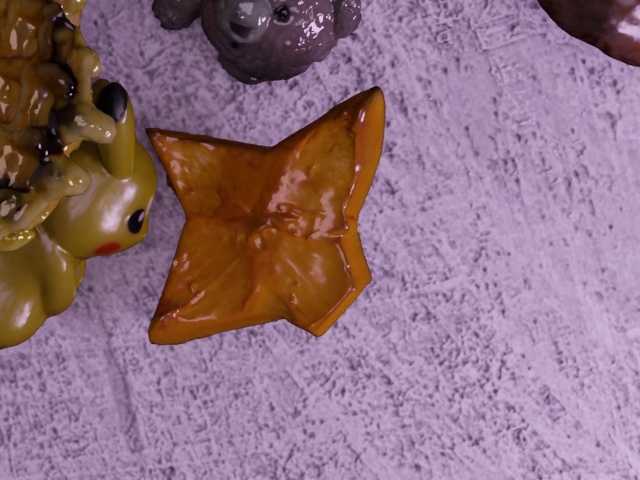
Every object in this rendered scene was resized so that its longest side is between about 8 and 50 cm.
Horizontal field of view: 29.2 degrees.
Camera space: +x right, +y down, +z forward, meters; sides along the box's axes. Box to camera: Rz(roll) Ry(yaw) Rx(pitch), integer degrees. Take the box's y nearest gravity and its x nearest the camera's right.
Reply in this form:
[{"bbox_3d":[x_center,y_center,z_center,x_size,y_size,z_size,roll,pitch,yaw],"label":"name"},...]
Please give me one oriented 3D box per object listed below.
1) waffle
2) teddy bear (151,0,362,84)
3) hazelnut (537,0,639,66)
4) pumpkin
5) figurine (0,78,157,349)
[{"bbox_3d":[-0.362,-0.124,1.213,0.382,0.095,0.380,-31,57,23],"label":"waffle"},{"bbox_3d":[-0.088,-0.295,1.306,0.236,0.151,0.267,-23,93,35],"label":"teddy bear"},{"bbox_3d":[0.332,-0.288,1.311,0.210,0.210,0.186,37,96,-6],"label":"hazelnut"},{"bbox_3d":[-0.056,-0.020,1.321,0.290,0.095,0.258,-4,91,20],"label":"pumpkin"},{"bbox_3d":[-0.286,-0.030,1.298,0.327,0.218,0.169,-41,109,6],"label":"figurine"}]
